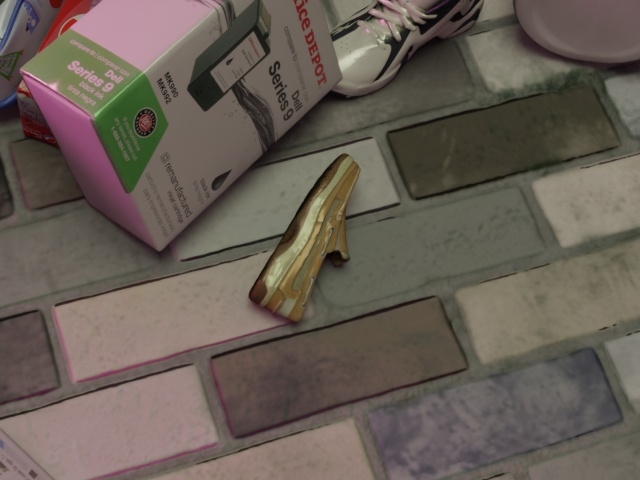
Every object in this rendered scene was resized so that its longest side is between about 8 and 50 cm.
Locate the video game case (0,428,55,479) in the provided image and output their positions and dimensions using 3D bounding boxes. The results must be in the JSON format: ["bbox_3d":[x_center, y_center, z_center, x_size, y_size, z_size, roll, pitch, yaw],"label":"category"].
[{"bbox_3d":[-0.355,0.293,1.173,0.329,0.036,0.300,40,51,13],"label":"video game case"}]

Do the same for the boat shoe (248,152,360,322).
[{"bbox_3d":[0.000,0.000,1.393,0.072,0.068,0.190,32,74,-3],"label":"boat shoe"}]

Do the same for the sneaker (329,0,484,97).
[{"bbox_3d":[0.091,-0.260,1.476,0.235,0.153,0.094,-26,68,-17],"label":"sneaker"}]

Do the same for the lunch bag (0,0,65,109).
[{"bbox_3d":[-0.432,-0.266,1.433,0.303,0.115,0.243,14,69,11],"label":"lunch bag"}]

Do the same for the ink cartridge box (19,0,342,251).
[{"bbox_3d":[-0.129,-0.168,1.355,0.121,0.211,0.289,32,66,32],"label":"ink cartridge box"}]

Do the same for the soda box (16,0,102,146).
[{"bbox_3d":[-0.236,-0.226,1.458,0.083,0.092,0.263,20,63,4],"label":"soda box"}]

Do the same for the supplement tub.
[{"bbox_3d":[0.335,-0.378,1.539,0.194,0.193,0.316,14,62,1],"label":"supplement tub"}]
